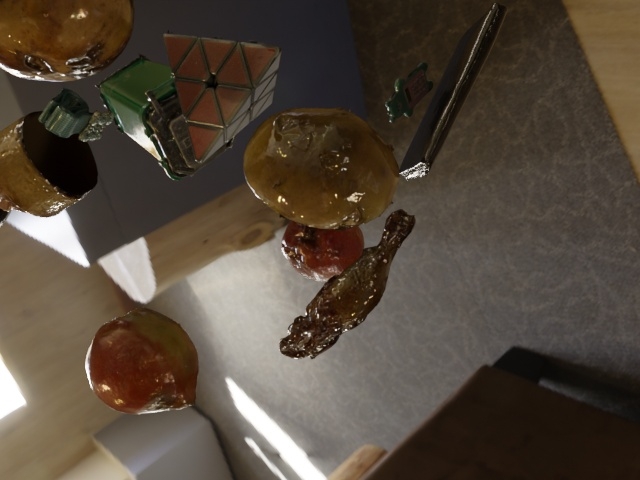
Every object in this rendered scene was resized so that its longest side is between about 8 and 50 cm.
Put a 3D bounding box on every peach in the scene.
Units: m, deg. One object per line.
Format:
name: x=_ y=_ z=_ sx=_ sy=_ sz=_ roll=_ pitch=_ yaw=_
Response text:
peach: x=-0.369 y=0.273 z=1.463 sx=0.257 sy=0.232 sz=0.232 roll=44 pitch=146 yaw=6

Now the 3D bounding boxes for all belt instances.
belt: x=-0.411 y=-0.202 z=1.124 sx=0.100 sy=0.065 sz=0.179 roll=38 pitch=-170 yaw=-19

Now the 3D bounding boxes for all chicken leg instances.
chicken leg: x=0.040 y=0.086 z=1.095 sx=0.083 sy=0.177 sz=0.322 roll=37 pitch=128 yaw=-9

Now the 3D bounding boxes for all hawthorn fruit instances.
hawthorn fruit: x=0.002 y=0.003 z=1.402 sx=0.179 sy=0.173 sz=0.174 roll=34 pitch=163 yaw=-37

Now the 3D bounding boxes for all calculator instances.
calculator: x=0.183 y=-0.305 z=1.392 sx=0.019 sy=0.141 sz=0.094 roll=26 pitch=153 yaw=42

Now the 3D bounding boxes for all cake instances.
cake: x=-0.558 y=-0.128 z=1.294 sx=0.178 sy=0.207 sz=0.185 roll=-26 pitch=101 yaw=23

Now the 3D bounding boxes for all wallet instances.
wallet: x=0.266 y=-0.294 z=1.388 sx=0.051 sy=0.377 sz=0.197 roll=27 pitch=172 yaw=-5

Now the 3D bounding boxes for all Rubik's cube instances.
Rubik's cube: x=-0.208 y=-0.346 z=1.514 sx=0.228 sy=0.229 sz=0.233 roll=-116 pitch=15 yaw=-50

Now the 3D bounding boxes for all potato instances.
potato: x=-0.001 y=-0.146 z=1.224 sx=0.299 sy=0.239 sz=0.116 roll=22 pitch=164 yaw=8

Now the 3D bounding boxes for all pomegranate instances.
pomegranate: x=-0.533 y=-0.460 z=1.334 sx=0.322 sy=0.322 sz=0.322 roll=32 pitch=140 yaw=32

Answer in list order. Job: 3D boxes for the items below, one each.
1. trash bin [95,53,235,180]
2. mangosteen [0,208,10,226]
trash bin: x=-0.461 y=-0.387 z=1.951 sx=0.381 sy=0.259 sz=0.295 roll=29 pitch=151 yaw=37
mangosteen: x=-0.809 y=-0.109 z=1.441 sx=0.347 sy=0.307 sz=0.306 roll=41 pitch=146 yaw=45
